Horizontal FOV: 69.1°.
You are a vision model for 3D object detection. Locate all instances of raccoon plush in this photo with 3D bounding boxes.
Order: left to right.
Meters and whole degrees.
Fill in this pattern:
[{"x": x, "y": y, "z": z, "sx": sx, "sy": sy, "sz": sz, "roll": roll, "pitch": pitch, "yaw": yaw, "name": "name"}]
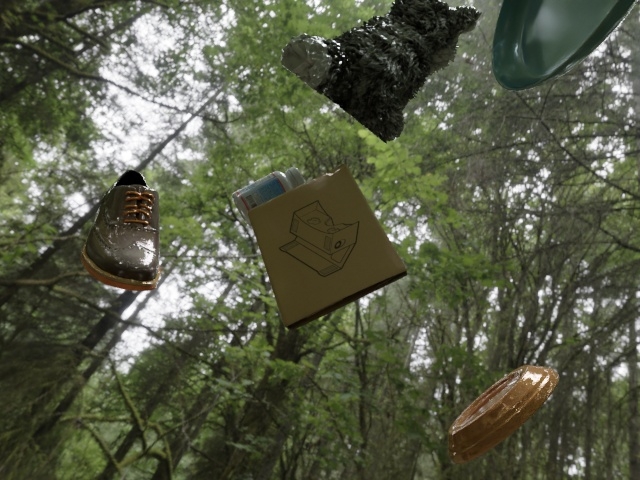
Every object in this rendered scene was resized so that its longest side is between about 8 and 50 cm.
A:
[{"x": 0.138, "y": -0.349, "z": 0.820, "sx": 0.216, "sy": 0.446, "sz": 0.299, "roll": 40, "pitch": -73, "yaw": 0, "name": "raccoon plush"}]

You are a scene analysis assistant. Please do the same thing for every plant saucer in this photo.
[{"x": 0.260, "y": 0.248, "z": 0.687, "sx": 0.037, "sy": 0.200, "sz": 0.200, "roll": 50, "pitch": -32, "yaw": 17, "name": "plant saucer"}, {"x": 0.327, "y": -0.343, "z": 0.589, "sx": 0.044, "sy": 0.317, "sz": 0.317, "roll": 16, "pitch": -34, "yaw": -9, "name": "plant saucer"}]

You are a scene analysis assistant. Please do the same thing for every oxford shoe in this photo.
[{"x": -0.358, "y": -0.031, "z": 0.857, "sx": 0.130, "sy": 0.363, "sz": 0.132, "roll": 12, "pitch": -70, "yaw": -33, "name": "oxford shoe"}]

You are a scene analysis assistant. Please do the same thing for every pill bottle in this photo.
[{"x": -0.116, "y": -0.105, "z": 1.075, "sx": 0.087, "sy": 0.160, "sz": 0.087, "roll": 57, "pitch": -12, "yaw": 19, "name": "pill bottle"}]

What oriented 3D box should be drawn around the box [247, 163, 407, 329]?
[{"x": 0.000, "y": 0.000, "z": 0.625, "sx": 0.164, "sy": 0.201, "sz": 0.021, "roll": -26, "pitch": -37, "yaw": 3, "name": "box"}]
